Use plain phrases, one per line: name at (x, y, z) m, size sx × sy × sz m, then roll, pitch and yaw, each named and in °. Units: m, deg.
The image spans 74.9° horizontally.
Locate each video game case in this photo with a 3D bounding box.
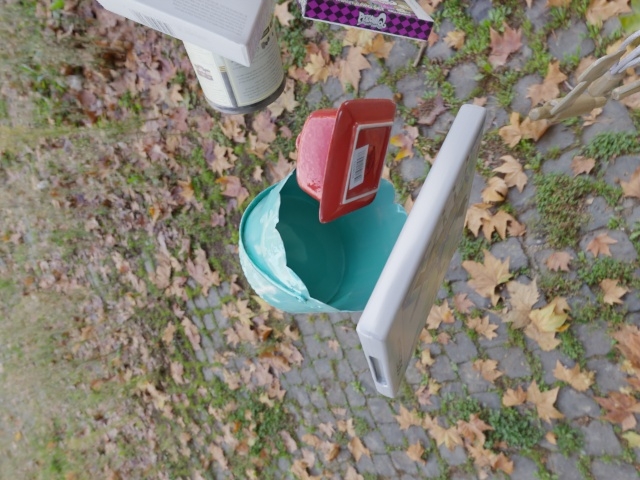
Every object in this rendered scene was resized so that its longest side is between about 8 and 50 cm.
video game case at (0.067, -0.444, 0.769) m, size 0.041 × 0.233 × 0.210 m, roll 108°, pitch 158°, yaw -43°
video game case at (0.148, 0.035, 0.585) m, size 0.036 × 0.328 × 0.299 m, roll 19°, pitch 155°, yaw 22°

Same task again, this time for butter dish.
butter dish at (0.018, -0.125, 0.584) m, size 0.118 × 0.160 × 0.160 m, roll 24°, pitch 118°, yaw 27°

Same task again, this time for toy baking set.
toy baking set at (0.363, -0.205, 0.511) m, size 0.030 × 0.257 × 0.197 m, roll 70°, pitch 158°, yaw 9°

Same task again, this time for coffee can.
coffee can at (-0.196, -0.446, 0.900) m, size 0.202 × 0.201 × 0.275 m, roll 33°, pitch 157°, yaw 24°

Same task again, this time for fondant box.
fondant box at (-0.158, -0.460, 0.598) m, size 0.239 × 0.096 × 0.329 m, roll 21°, pitch 93°, yaw -6°

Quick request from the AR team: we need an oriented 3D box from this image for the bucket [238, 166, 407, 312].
bucket at (0.000, 0.000, 0.739) m, size 0.183 × 0.281 × 0.280 m, roll -24°, pitch 89°, yaw 52°
